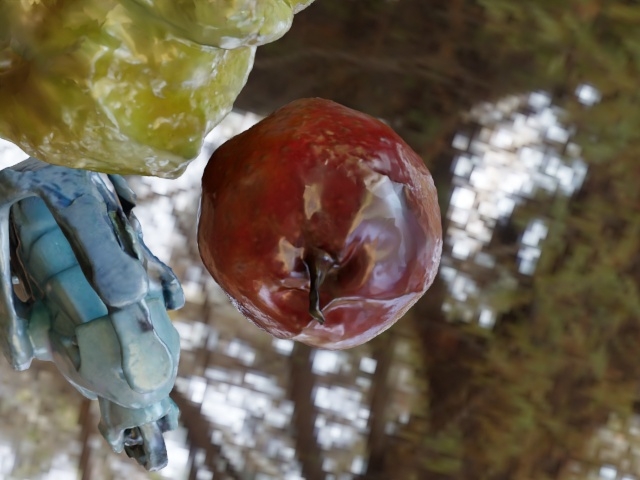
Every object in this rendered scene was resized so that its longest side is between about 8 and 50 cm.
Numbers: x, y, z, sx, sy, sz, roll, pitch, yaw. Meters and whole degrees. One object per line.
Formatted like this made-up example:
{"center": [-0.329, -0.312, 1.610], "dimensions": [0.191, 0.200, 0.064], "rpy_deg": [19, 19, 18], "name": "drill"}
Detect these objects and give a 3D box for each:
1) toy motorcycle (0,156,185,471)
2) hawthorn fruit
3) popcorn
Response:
{"center": [-0.180, 0.043, 1.456], "dimensions": [0.260, 0.154, 0.206], "rpy_deg": [58, -23, 28], "name": "toy motorcycle"}
{"center": [0.000, 0.000, 1.134], "dimensions": [0.194, 0.157, 0.157], "rpy_deg": [-93, -152, -69], "name": "hawthorn fruit"}
{"center": [-0.127, -0.168, 1.219], "dimensions": [0.276, 0.276, 0.225], "rpy_deg": [-59, 166, 27], "name": "popcorn"}
